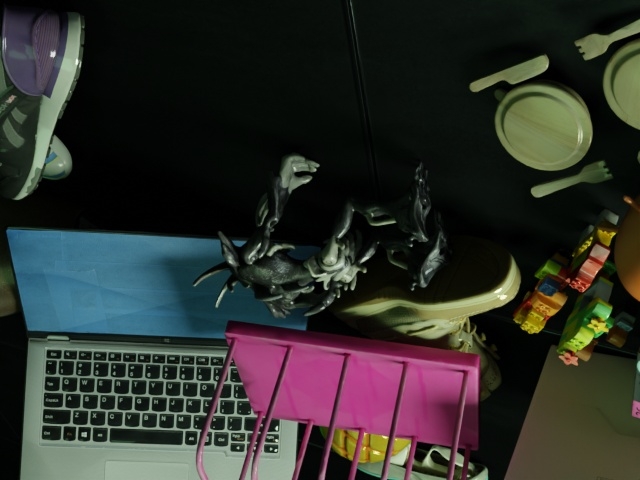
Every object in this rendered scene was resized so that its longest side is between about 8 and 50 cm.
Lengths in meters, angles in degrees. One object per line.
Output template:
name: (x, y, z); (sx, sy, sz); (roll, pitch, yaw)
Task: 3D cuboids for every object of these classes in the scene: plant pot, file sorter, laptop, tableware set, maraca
plant pot: (-0.416, 0.009, 1.424); (0.230, 0.215, 0.215); (-1, 139, 16)
file sorter: (0.025, 0.238, 1.202); (0.290, 0.182, 0.202); (7, 145, 14)
laptop: (-0.206, 0.195, 1.356); (0.381, 0.408, 0.236); (3, 179, -5)
tableware set: (0.239, -0.119, 0.892); (0.194, 0.039, 0.128); (-17, 114, 41)
maraca: (0.086, 0.245, 1.450); (0.185, 0.099, 0.127); (-25, 121, 22)

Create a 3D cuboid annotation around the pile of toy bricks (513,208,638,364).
pile of toy bricks: (0.268, 0.076, 1.070); (0.118, 0.105, 0.212); (28, 147, 0)

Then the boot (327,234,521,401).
boot: (0.158, 0.100, 1.195); (0.262, 0.095, 0.203); (-16, 128, 45)

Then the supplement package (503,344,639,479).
supplement package: (0.361, 0.255, 1.155); (0.261, 0.204, 0.145); (8, 141, 28)

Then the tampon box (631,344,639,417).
tampon box: (0.402, 0.126, 1.043); (0.161, 0.101, 0.120); (13, 143, 23)

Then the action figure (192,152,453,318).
action figure: (0.000, 0.000, 1.141); (0.275, 0.141, 0.164); (-11, 135, 24)

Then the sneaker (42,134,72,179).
sneaker: (-0.438, -0.115, 1.313); (0.240, 0.126, 0.091); (27, 147, 3)

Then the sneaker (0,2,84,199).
sneaker: (-0.356, -0.158, 1.168); (0.124, 0.107, 0.283); (8, 140, -24)

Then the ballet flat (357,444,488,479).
ballet flat: (0.146, 0.324, 1.550); (0.213, 0.072, 0.068); (15, 117, 19)

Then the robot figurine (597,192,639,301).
robot figurine: (0.354, 0.019, 0.911); (0.219, 0.158, 0.128); (24, 118, 7)
